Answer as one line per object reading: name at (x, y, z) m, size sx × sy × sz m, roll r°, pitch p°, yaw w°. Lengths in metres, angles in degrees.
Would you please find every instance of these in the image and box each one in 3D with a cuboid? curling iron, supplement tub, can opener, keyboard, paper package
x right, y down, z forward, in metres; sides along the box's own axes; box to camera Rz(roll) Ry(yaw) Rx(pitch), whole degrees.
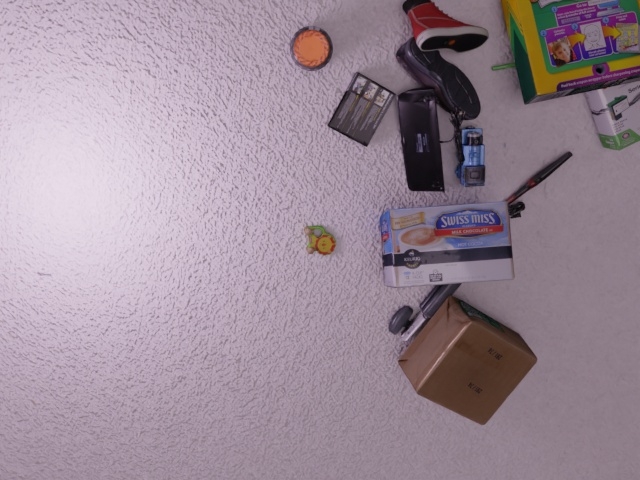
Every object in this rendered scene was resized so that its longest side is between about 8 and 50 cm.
curling iron at (0.669, -0.173, 1.863) m, size 0.068 × 0.035 × 0.274 m, roll 39°, pitch 102°, yaw -16°
supplement tub at (-0.026, -0.525, 1.649) m, size 0.117 × 0.190 × 0.116 m, roll -1°, pitch 106°, yaw -2°
can opener at (0.333, 0.205, 1.941) m, size 0.095 × 0.076 × 0.283 m, roll 35°, pitch 101°, yaw -12°
keyboard at (0.334, -0.290, 1.762) m, size 0.202 × 0.033 × 0.317 m, roll 5°, pitch 119°, yaw 30°
paper package at (0.469, 0.385, 1.920) m, size 0.325 × 0.168 × 0.309 m, roll 29°, pitch 103°, yaw -24°

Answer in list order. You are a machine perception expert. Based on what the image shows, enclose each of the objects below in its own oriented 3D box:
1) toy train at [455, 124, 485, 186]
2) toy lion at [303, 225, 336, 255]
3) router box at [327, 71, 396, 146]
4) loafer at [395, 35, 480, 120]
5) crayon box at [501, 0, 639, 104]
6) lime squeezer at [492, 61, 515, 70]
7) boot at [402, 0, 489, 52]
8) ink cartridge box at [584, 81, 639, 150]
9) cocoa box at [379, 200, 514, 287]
toy train at (0.451, -0.248, 1.794) m, size 0.080 × 0.105 × 0.184 m, roll -3°, pitch 107°, yaw -2°
toy lion at (0.000, 0.000, 1.892) m, size 0.096 × 0.034 × 0.100 m, roll -9°, pitch 106°, yaw -7°
router box at (0.120, -0.385, 1.772) m, size 0.133 × 0.046 × 0.178 m, roll 27°, pitch 104°, yaw -10°
loafer at (0.342, -0.464, 1.748) m, size 0.302 × 0.095 × 0.109 m, roll 42°, pitch 70°, yaw -17°
crayon box at (0.715, -0.571, 1.649) m, size 0.363 × 0.106 × 0.312 m, roll -12°, pitch 88°, yaw -1°
lime squeezer at (0.647, -0.573, 1.732) m, size 0.110 × 0.059 × 0.310 m, roll 43°, pitch 101°, yaw -13°
boot at (0.352, -0.623, 1.694) m, size 0.245 × 0.088 × 0.176 m, roll -7°, pitch 67°, yaw -27°
ink cartridge box at (0.894, -0.401, 1.773) m, size 0.160 × 0.092 × 0.219 m, roll -27°, pitch 106°, yaw 5°
cocoa box at (0.363, 0.014, 1.779) m, size 0.348 × 0.231 × 0.227 m, roll -4°, pitch 87°, yaw -1°
